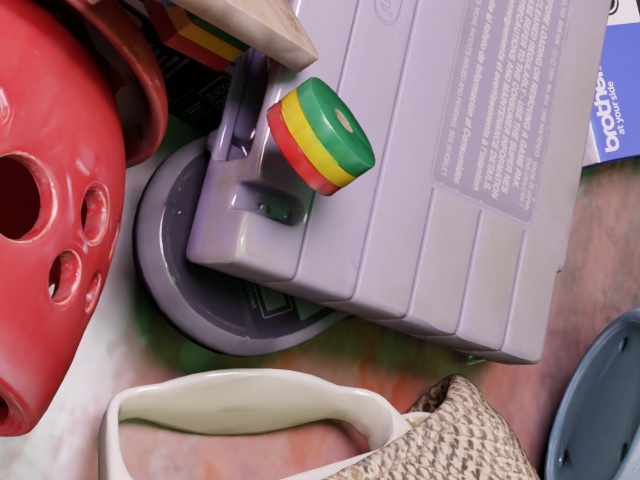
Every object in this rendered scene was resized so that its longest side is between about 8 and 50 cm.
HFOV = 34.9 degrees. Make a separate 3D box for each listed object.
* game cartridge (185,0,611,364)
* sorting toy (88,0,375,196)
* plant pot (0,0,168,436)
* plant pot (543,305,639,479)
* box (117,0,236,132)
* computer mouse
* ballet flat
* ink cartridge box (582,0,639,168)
[{"bbox_3d":[0.068,-0.126,0.565,0.230,0.068,0.355,23,75,-40],"label":"game cartridge"},{"bbox_3d":[-0.078,-0.138,0.423,0.274,0.046,0.132,62,19,17],"label":"sorting toy"},{"bbox_3d":[-0.173,-0.033,0.435,0.191,0.191,0.174,30,61,-21],"label":"plant pot"},{"bbox_3d":[0.249,0.140,0.599,0.195,0.290,0.290,22,72,-4],"label":"plant pot"},{"bbox_3d":[-0.128,-0.210,0.539,0.290,0.087,0.169,33,69,-21],"label":"box"},{"bbox_3d":[0.000,0.000,0.592,0.272,0.072,0.188,-9,85,-41],"label":"computer mouse"},{"bbox_3d":[-0.088,0.162,0.486,0.482,0.164,0.182,-11,66,-34],"label":"ballet flat"},{"bbox_3d":[0.197,-0.158,0.727,0.097,0.046,0.207,-11,88,-27],"label":"ink cartridge box"}]
